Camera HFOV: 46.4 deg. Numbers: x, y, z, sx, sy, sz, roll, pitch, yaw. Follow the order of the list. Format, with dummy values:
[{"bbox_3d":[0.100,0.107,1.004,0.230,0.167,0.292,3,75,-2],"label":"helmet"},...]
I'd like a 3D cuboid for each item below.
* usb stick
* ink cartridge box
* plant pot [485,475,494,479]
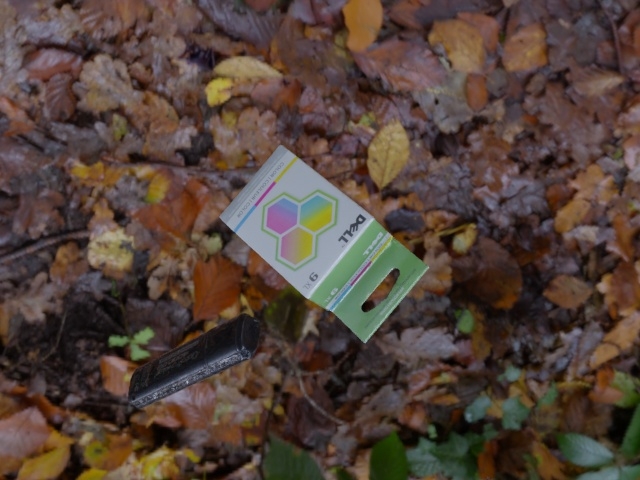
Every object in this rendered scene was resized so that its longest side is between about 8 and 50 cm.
[{"bbox_3d":[-0.197,0.187,1.136,0.278,0.077,0.045,-29,132,33],"label":"usb stick"},{"bbox_3d":[0.000,0.000,0.804,0.109,0.209,0.062,-50,151,2],"label":"ink cartridge box"},{"bbox_3d":[0.336,0.651,1.440,0.265,0.272,0.272,-47,120,-1],"label":"plant pot"}]
